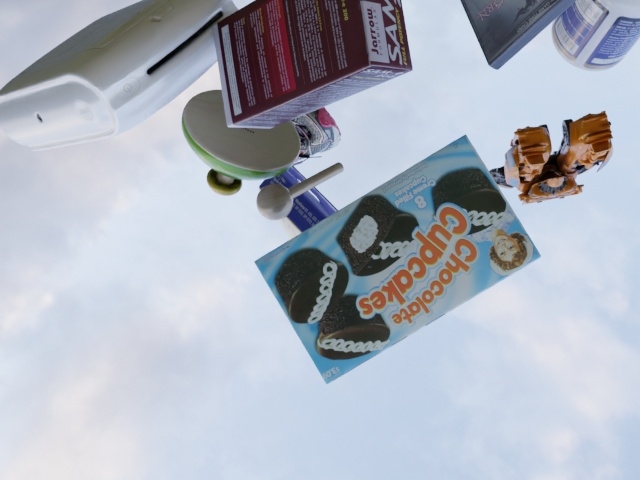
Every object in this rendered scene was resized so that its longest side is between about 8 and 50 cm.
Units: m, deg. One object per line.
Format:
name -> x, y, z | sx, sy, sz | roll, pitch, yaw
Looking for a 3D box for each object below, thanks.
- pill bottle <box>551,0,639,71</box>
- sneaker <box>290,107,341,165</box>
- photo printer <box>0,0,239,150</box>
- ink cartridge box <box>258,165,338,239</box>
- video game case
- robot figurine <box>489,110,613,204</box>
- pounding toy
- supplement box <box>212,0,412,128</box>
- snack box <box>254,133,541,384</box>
pill bottle -> 0.520, -0.425, 1.435 | 0.153, 0.265, 0.153 | 2, -109, -5
sneaker -> -0.063, -0.208, 1.761 | 0.112, 0.121, 0.299 | -40, -170, -32
photo printer -> -0.259, -0.228, 1.070 | 0.307, 0.107, 0.256 | -1, -141, 47
ink cartridge box -> 0.000, 0.000, 1.499 | 0.072, 0.307, 0.303 | -38, -136, -5
video game case -> 0.274, -0.406, 1.171 | 0.196, 0.026, 0.274 | -41, -132, 37
robot figurine -> 0.395, -0.131, 1.398 | 0.211, 0.291, 0.085 | -11, -104, 7
pounding toy -> -0.113, -0.115, 1.241 | 0.237, 0.110, 0.183 | 40, -139, 13
supplement box -> -0.017, -0.217, 0.915 | 0.073, 0.130, 0.239 | -6, 175, -43
snack box -> 0.099, 0.025, 1.073 | 0.321, 0.187, 0.060 | -31, 175, 2
